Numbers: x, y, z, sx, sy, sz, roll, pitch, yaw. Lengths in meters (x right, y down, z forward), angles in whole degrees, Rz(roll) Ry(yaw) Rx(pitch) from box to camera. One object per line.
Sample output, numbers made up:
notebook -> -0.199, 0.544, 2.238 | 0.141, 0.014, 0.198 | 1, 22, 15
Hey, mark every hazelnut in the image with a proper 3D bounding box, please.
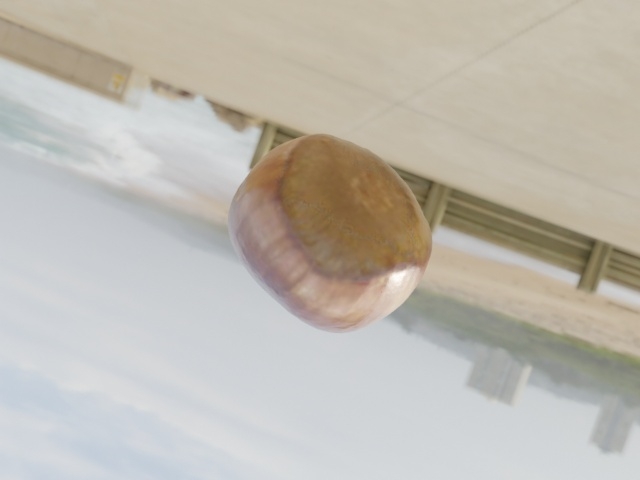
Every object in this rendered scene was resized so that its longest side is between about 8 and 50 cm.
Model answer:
hazelnut -> 0.000, 0.000, 0.806 | 0.150, 0.150, 0.150 | 20, 179, 0
